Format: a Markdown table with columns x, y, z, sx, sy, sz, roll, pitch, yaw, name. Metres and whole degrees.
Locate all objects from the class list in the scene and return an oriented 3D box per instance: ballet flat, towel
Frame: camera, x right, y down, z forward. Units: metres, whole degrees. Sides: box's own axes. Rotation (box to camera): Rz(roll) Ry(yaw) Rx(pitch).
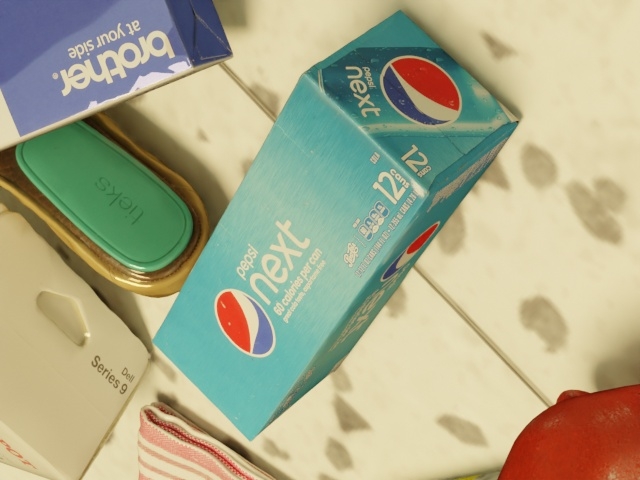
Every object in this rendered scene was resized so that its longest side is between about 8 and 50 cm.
| x | y | z | sx | sy | sz | roll | pitch | yaw | name |
| --- | --- | --- | --- | --- | --- | --- | --- | --- | --- |
| -0.147 | -0.053 | 0.843 | 0.232 | 0.080 | 0.073 | 46 | 170 | 11 | ballet flat |
| -0.054 | 0.194 | 0.970 | 0.144 | 0.029 | 0.197 | 32 | 137 | 24 | towel |

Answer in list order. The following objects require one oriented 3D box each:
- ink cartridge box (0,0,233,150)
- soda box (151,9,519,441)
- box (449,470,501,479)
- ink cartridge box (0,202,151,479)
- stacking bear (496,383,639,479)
| x | y | z | sx | sy | sz | roll | pitch | yaw | name |
| --- | --- | --- | --- | --- | --- | --- | --- | --- | --- |
| -0.150 | -0.090 | 0.766 | 0.207 | 0.046 | 0.097 | -18 | 95 | 24 | ink cartridge box |
| 0.000 | 0.000 | 0.742 | 0.071 | 0.067 | 0.210 | 45 | 140 | 10 | soda box |
| 0.082 | 0.164 | 0.807 | 0.179 | 0.043 | 0.105 | -21 | 103 | 51 | box |
| -0.220 | 0.039 | 0.925 | 0.212 | 0.093 | 0.154 | 10 | 151 | 37 | ink cartridge box |
| 0.138 | 0.198 | 0.657 | 0.175 | 0.164 | 0.289 | 153 | 105 | -76 | stacking bear |
